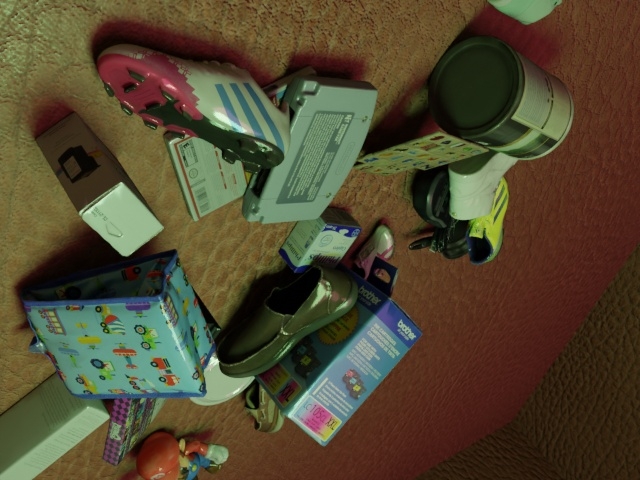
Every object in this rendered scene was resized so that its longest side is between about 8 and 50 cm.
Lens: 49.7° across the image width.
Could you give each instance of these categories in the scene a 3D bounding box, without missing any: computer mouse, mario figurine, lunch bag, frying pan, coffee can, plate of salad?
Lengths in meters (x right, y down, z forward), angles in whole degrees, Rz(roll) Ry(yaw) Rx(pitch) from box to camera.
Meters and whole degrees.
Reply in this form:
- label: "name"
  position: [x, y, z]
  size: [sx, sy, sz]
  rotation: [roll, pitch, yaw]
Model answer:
- label: "computer mouse"
  position: [0.277, -0.091, 1.678]
  size: [0.188, 0.072, 0.272]
  rotation: [-66, 153, -7]
- label: "mario figurine"
  position: [-0.351, 0.594, 1.745]
  size: [0.320, 0.170, 0.198]
  rotation: [56, 49, -65]
- label: "lunch bag"
  position: [-0.355, 0.163, 1.167]
  size: [0.293, 0.138, 0.221]
  rotation: [-10, 122, 8]
- label: "frying pan"
  position: [0.351, -0.003, 1.888]
  size: [0.326, 0.053, 0.197]
  rotation: [-26, 143, -20]
- label: "coffee can"
  position: [0.382, -0.289, 1.444]
  size: [0.275, 0.201, 0.201]
  rotation: [6, 124, -49]
- label: "plate of salad"
  position: [-0.232, 0.316, 1.659]
  size: [0.200, 0.048, 0.200]
  rotation: [-22, 136, -24]

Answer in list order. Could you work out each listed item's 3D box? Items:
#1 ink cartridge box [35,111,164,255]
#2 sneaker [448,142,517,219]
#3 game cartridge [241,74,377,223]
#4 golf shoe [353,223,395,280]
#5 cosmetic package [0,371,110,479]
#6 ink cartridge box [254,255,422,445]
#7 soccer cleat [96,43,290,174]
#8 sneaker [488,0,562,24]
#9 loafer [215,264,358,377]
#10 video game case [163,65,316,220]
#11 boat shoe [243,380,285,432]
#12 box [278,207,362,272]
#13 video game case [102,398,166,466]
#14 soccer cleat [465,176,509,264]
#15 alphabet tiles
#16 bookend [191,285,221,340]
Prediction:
- label: "ink cartridge box"
  position: [-0.314, -0.079, 0.989]
  size: [0.072, 0.175, 0.127]
  rotation: [-38, 148, -6]
- label: "sneaker"
  position: [0.404, -0.163, 1.667]
  size: [0.292, 0.108, 0.169]
  rotation: [-33, 138, -29]
- label: "game cartridge"
  position: [-0.015, -0.163, 1.272]
  size: [0.198, 0.062, 0.297]
  rotation: [-10, 136, -45]
- label: "golf shoe"
  position: [0.127, 0.039, 1.690]
  size: [0.086, 0.067, 0.186]
  rotation: [-16, 140, -32]
- label: "cosmetic package"
  position: [-0.537, 0.361, 1.333]
  size: [0.231, 0.117, 0.085]
  rotation: [-38, 146, -4]
- label: "ink cartridge box"
  position: [0.040, 0.218, 1.570]
  size: [0.395, 0.270, 0.151]
  rotation: [-46, 122, -7]
- label: "soccer cleat"
  position: [-0.179, -0.222, 1.046]
  size: [0.116, 0.143, 0.331]
  rotation: [-14, 149, 43]
- label: "sneaker"
  position: [0.443, -0.532, 1.317]
  size: [0.151, 0.094, 0.256]
  rotation: [15, 128, -46]
- label: "loafer"
  position: [-0.097, 0.161, 1.510]
  size: [0.366, 0.134, 0.130]
  rotation: [-37, 130, 10]
- label: "video game case"
  position: [-0.123, -0.168, 1.224]
  size: [0.285, 0.025, 0.204]
  rotation: [-30, 145, -17]
- label: "boat shoe"
  position: [-0.144, 0.414, 1.828]
  size: [0.116, 0.123, 0.324]
  rotation: [8, 139, -13]
- label: "box"
  position: [0.000, 0.000, 1.507]
  size: [0.126, 0.072, 0.137]
  rotation: [6, 126, -48]
- label: "video game case"
  position: [-0.367, 0.322, 1.436]
  size: [0.210, 0.042, 0.232]
  rotation: [-57, 171, -53]
- label: "soccer cleat"
  position: [0.421, -0.066, 1.778]
  size: [0.121, 0.093, 0.289]
  rotation: [-36, 130, -39]
- label: "alphabet tiles"
  position: [0.196, -0.172, 1.430]
  size: [0.237, 0.009, 0.198]
  rotation: [-13, 168, 39]
- label: "bookend"
  position: [-0.293, 0.135, 1.282]
  size: [0.156, 0.157, 0.072]
  rotation: [10, 121, -52]
